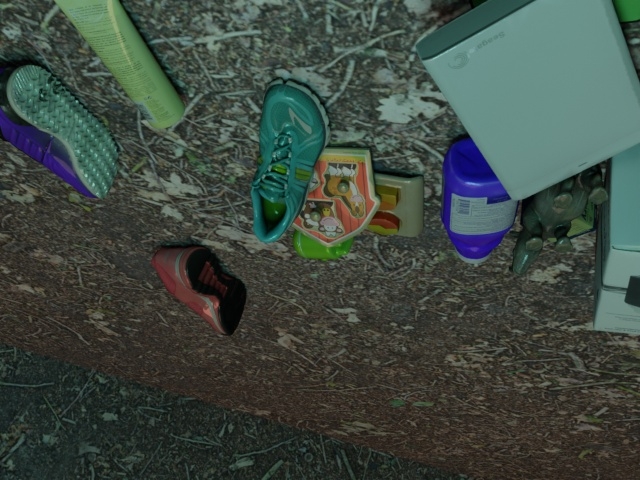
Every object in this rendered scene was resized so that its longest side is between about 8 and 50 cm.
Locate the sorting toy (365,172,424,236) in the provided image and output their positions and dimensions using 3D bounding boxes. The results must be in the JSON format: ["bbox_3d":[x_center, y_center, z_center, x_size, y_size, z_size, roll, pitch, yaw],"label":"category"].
[{"bbox_3d":[0.071,-0.061,1.363,0.209,0.038,0.193,6,154,10],"label":"sorting toy"}]

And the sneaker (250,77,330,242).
[{"bbox_3d":[-0.054,-0.110,1.188,0.107,0.110,0.275,16,132,9],"label":"sneaker"}]

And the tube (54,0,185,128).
[{"bbox_3d":[-0.266,-0.254,1.097,0.070,0.062,0.240,-36,140,-3],"label":"tube"}]

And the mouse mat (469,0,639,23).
[{"bbox_3d":[0.256,-0.282,0.877,0.190,0.007,0.152,-3,151,24],"label":"mouse mat"}]

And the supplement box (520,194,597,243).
[{"bbox_3d":[0.375,-0.044,1.251,0.083,0.056,0.083,25,152,-25],"label":"supplement box"}]

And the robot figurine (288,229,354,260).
[{"bbox_3d":[0.000,0.000,1.417,0.115,0.067,0.101,0,145,35],"label":"robot figurine"}]

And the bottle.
[{"bbox_3d":[0.247,-0.053,1.241,0.118,0.092,0.282,-5,153,6],"label":"bottle"}]

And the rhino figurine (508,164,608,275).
[{"bbox_3d":[0.331,-0.030,1.153,0.073,0.106,0.243,18,137,-4],"label":"rhino figurine"}]

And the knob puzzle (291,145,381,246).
[{"bbox_3d":[0.003,-0.064,1.302,0.213,0.030,0.213,9,129,11],"label":"knob puzzle"}]

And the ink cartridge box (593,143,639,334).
[{"bbox_3d":[0.459,-0.006,1.132,0.114,0.196,0.272,4,152,15],"label":"ink cartridge box"}]

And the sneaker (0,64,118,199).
[{"bbox_3d":[-0.448,-0.176,1.289,0.146,0.102,0.293,4,149,23],"label":"sneaker"}]

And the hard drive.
[{"bbox_3d":[0.269,-0.178,0.952,0.203,0.040,0.307,-27,141,18],"label":"hard drive"}]

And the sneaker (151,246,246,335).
[{"bbox_3d":[-0.271,0.104,1.788,0.136,0.115,0.313,10,149,27],"label":"sneaker"}]
